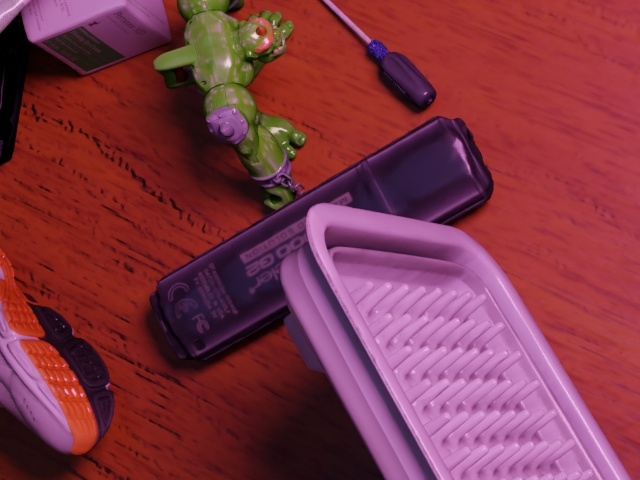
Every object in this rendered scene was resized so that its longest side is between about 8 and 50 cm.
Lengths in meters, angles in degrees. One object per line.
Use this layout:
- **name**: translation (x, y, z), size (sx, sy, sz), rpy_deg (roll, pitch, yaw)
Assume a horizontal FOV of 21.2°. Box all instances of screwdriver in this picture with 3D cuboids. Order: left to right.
- **screwdriver**: translation (0.030, -0.162, 1.322), size (0.024, 0.025, 0.170), rpy_deg (-45, 69, 5)

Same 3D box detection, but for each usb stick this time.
- **usb stick**: translation (0.000, 0.000, 1.288), size (0.278, 0.045, 0.077), rpy_deg (-30, 78, 11)

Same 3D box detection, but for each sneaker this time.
- **sneaker**: translation (-0.266, 0.092, 1.341), size (0.121, 0.099, 0.262), rpy_deg (-51, 59, 12)

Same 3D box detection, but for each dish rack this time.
- **dish rack**: translation (0.104, 0.136, 1.105), size (0.072, 0.285, 0.333), rpy_deg (-38, 69, 23)

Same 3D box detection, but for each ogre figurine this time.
- **ogre figurine**: translation (-0.066, -0.128, 1.297), size (0.097, 0.118, 0.197), rpy_deg (1, 80, 19)

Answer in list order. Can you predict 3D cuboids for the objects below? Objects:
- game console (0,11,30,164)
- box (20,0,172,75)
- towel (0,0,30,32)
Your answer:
- **game console**: translation (-0.337, -0.240, 1.456), size (0.213, 0.044, 0.361), rpy_deg (4, 81, 18)
- **box**: translation (-0.185, -0.202, 1.362), size (0.087, 0.101, 0.102), rpy_deg (-20, 74, 13)
- **towel**: translation (-0.230, -0.306, 1.352), size (0.248, 0.038, 0.325), rpy_deg (30, 73, 40)
